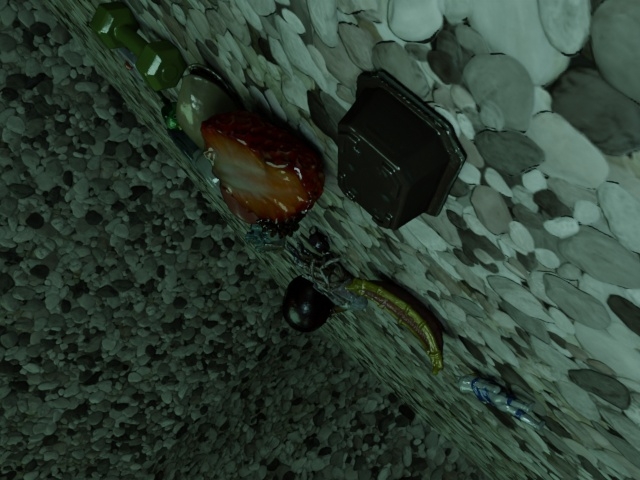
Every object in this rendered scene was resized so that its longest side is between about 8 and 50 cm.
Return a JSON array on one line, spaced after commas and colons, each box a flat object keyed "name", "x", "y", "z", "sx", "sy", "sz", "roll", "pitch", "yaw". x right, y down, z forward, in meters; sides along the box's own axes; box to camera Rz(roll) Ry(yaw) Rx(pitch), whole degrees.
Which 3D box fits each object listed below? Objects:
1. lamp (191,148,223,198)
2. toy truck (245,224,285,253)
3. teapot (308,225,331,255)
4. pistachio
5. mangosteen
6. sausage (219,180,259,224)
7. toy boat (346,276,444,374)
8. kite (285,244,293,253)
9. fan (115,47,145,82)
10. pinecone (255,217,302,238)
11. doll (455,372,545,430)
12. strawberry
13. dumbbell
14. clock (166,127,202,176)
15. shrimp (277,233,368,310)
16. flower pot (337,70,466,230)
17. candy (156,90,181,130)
[{"name": "lamp", "x": -0.357, "y": -0.244, "z": 1.754, "sx": 0.246, "sy": 0.108, "sz": 0.179, "roll": 47, "pitch": 174, "yaw": 39}, {"name": "toy truck", "x": -0.176, "y": -0.032, "z": 1.771, "sx": 0.140, "sy": 0.108, "sz": 0.257, "roll": 2, "pitch": 162, "yaw": 6}, {"name": "teapot", "x": 0.000, "y": 0.000, "z": 1.443, "sx": 0.100, "sy": 0.045, "sz": 0.068, "roll": 61, "pitch": -165, "yaw": 19}, {"name": "pistachio", "x": -0.258, "y": -0.297, "z": 1.181, "sx": 0.238, "sy": 0.153, "sz": 0.138, "roll": 65, "pitch": -161, "yaw": -50}, {"name": "mangosteen", "x": -0.018, "y": 0.254, "z": 1.985, "sx": 0.261, "sy": 0.235, "sz": 0.235, "roll": 12, "pitch": 164, "yaw": 3}, {"name": "sausage", "x": -0.226, "y": -0.144, "z": 1.542, "sx": 0.148, "sy": 0.148, "sz": 0.254, "roll": 39, "pitch": 160, "yaw": 34}, {"name": "toy boat", "x": 0.195, "y": 0.179, "z": 1.216, "sx": 0.318, "sy": 0.099, "sz": 0.141, "roll": 43, "pitch": 164, "yaw": 33}, {"name": "kite", "x": -0.107, "y": 0.066, "z": 2.127, "sx": 0.122, "sy": 0.004, "sz": 0.090, "roll": 46, "pitch": 169, "yaw": 6}, {"name": "fan", "x": -0.548, "y": -0.541, "z": 1.535, "sx": 0.244, "sy": 0.074, "sz": 0.130, "roll": 31, "pitch": 160, "yaw": 51}, {"name": "pinecone", "x": -0.119, "y": -0.070, "z": 1.395, "sx": 0.121, "sy": 0.140, "sz": 0.140, "roll": -13, "pitch": 130, "yaw": 27}, {"name": "doll", "x": 0.397, "y": 0.352, "z": 1.164, "sx": 0.114, "sy": 0.057, "sz": 0.227, "roll": 47, "pitch": 161, "yaw": -31}, {"name": "strawberry", "x": -0.101, "y": -0.165, "z": 1.059, "sx": 0.336, "sy": 0.149, "sz": 0.265, "roll": 20, "pitch": 145, "yaw": 45}, {"name": "dumbbell", "x": -0.472, "y": -0.504, "z": 1.304, "sx": 0.302, "sy": 0.108, "sz": 0.121, "roll": 42, "pitch": 168, "yaw": 24}, {"name": "clock", "x": -0.477, "y": -0.331, "z": 1.995, "sx": 0.319, "sy": 0.066, "sz": 0.319, "roll": 44, "pitch": 169, "yaw": 11}, {"name": "shrimp", "x": 0.015, "y": 0.098, "z": 1.537, "sx": 0.343, "sy": 0.116, "sz": 0.145, "roll": 43, "pitch": 169, "yaw": -14}, {"name": "flower pot", "x": 0.088, "y": -0.101, "z": 0.699, "sx": 0.179, "sy": 0.084, "sz": 0.251, "roll": 44, "pitch": 168, "yaw": 15}, {"name": "candy", "x": -0.530, "y": -0.478, "z": 1.722, "sx": 0.323, "sy": 0.097, "sz": 0.097, "roll": 50, "pitch": 172, "yaw": 36}]
